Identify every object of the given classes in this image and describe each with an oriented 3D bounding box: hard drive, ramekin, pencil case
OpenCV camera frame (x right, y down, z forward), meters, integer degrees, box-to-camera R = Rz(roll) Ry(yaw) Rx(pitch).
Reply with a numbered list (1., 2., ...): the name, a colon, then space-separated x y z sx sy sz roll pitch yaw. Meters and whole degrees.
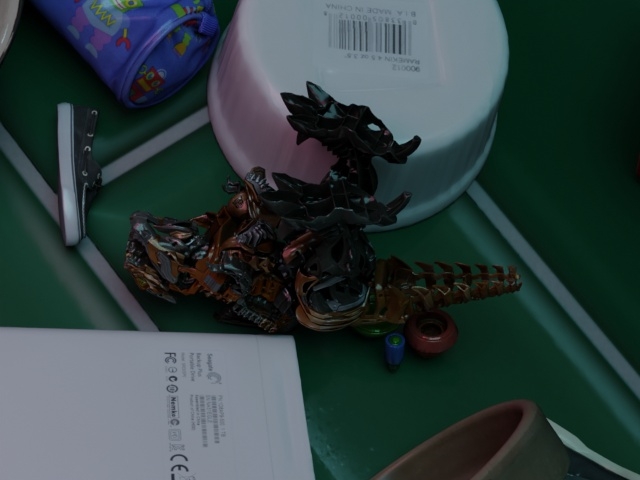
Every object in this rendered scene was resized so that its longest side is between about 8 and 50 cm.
1. hard drive: -0.188 0.158 1.514 0.353 0.047 0.233 2 37 -9
2. ramekin: 0.040 -0.159 1.703 0.277 0.135 0.277 4 65 -8
3. pencil case: -0.220 -0.266 1.712 0.133 0.119 0.306 -44 77 14

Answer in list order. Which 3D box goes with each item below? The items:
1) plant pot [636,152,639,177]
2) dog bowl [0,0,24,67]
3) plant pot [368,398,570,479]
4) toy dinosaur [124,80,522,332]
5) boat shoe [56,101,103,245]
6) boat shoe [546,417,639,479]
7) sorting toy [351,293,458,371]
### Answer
1. plant pot: 0.434 -0.140 1.708 0.236 0.267 0.267 19 63 13
2. dog bowl: -0.457 -0.201 1.617 0.408 0.150 0.408 2 69 -6
3. plant pot: 0.126 0.290 1.475 0.263 0.263 0.229 -38 96 -23
4. toy dinosaur: 0.000 0.000 1.585 0.322 0.218 0.164 -6 45 -16
5. boat shoe: -0.214 -0.062 1.663 0.040 0.049 0.142 -1 64 -11
6. boat shoe: 0.235 0.229 1.573 0.233 0.084 0.079 29 66 25
7. sorting toy: 0.070 0.085 1.654 0.102 0.042 0.061 13 48 10
